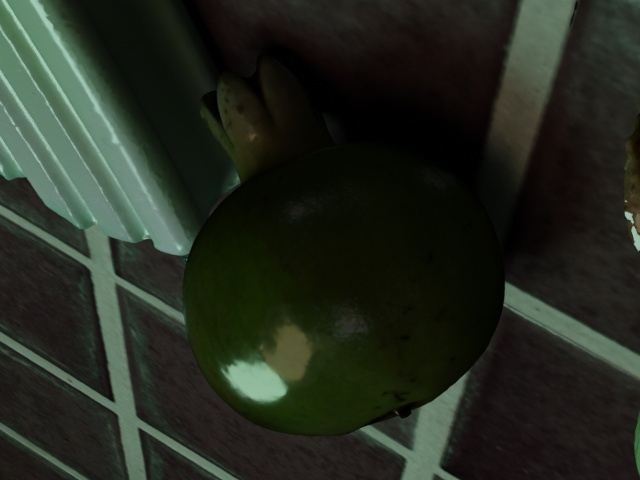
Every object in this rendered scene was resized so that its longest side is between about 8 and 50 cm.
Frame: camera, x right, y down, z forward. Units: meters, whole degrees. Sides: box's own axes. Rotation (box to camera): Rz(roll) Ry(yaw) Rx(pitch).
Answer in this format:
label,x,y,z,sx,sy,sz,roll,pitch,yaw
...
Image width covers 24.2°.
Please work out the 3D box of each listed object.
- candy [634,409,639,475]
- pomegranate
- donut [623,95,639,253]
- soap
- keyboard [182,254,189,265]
label,x,y,z,sx,sy,sz,roll,pitch,yaw
candy,0.337,0.199,0.815,0.440,0.119,0.119,39,155,-21
pomegranate,0.001,0.007,0.810,0.179,0.179,0.211,-7,118,55
donut,0.207,-0.013,0.585,0.144,0.126,0.187,-4,133,43
soap,-0.165,-0.131,0.860,0.172,0.095,0.290,14,146,36
keyboard,-0.068,0.058,1.143,0.055,0.014,0.176,24,151,30
